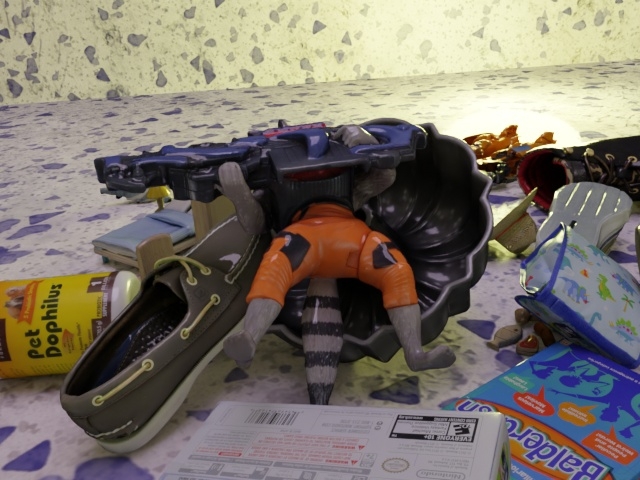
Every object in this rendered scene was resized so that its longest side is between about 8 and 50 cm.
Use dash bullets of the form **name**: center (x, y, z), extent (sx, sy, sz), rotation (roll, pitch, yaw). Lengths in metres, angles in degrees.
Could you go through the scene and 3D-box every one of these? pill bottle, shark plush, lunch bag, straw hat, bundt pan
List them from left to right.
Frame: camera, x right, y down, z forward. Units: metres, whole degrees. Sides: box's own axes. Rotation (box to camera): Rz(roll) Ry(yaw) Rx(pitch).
- **pill bottle**: center (-0.325, 0.102, 0.741), extent (0.215, 0.117, 0.117), rotation (-5, 23, -3)
- **shark plush**: center (-0.386, -0.120, 1.331), extent (0.161, 0.067, 0.073), rotation (-4, 23, -1)
- **bundt pan**: center (0.057, 0.007, 0.770), extent (0.331, 0.124, 0.331), rotation (-13, 52, 17)
- **straw hat**: center (0.310, -0.013, 0.978), extent (0.061, 0.144, 0.144), rotation (47, 42, 12)
- **lunch bag**: center (0.297, 0.068, 0.701), extent (0.129, 0.096, 0.151), rotation (37, 25, 2)

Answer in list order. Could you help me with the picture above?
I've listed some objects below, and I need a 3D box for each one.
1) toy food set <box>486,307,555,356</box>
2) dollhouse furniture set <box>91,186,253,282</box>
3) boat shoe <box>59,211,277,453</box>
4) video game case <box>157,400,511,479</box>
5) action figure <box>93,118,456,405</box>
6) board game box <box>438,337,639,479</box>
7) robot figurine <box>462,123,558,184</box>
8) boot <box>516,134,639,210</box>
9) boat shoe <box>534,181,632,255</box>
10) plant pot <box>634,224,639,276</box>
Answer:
- **toy food set**: center (0.266, 0.107, 0.763), extent (0.078, 0.019, 0.122), rotation (15, 29, 37)
- **dollhouse furniture set**: center (-0.265, -0.045, 0.974), extent (0.303, 0.198, 0.286), rotation (14, 28, 36)
- **boat shoe**: center (-0.149, 0.073, 0.662), extent (0.109, 0.091, 0.305), rotation (13, 55, 34)
- **video game case**: center (-0.014, 0.216, 0.447), extent (0.269, 0.061, 0.244), rotation (-5, 20, 25)
- **action figure**: center (-0.049, -0.005, 0.639), extent (0.341, 0.178, 0.330), rotation (-3, 46, -7)
- **board game box**: center (0.226, 0.177, 0.571), extent (0.210, 0.047, 0.160), rotation (-20, 28, -30)
- **robot figurine**: center (0.362, -0.186, 1.352), extent (0.291, 0.085, 0.211), rotation (-17, 25, -28)
- **boot**: center (0.549, -0.117, 1.077), extent (0.284, 0.138, 0.377), rotation (-8, 15, -10)
- **boat shoe**: center (0.375, -0.006, 0.913), extent (0.109, 0.094, 0.302), rotation (23, 34, 29)
- **plant pot**: center (0.510, 0.023, 0.686), extent (0.274, 0.256, 0.256), rotation (-10, 20, 22)
